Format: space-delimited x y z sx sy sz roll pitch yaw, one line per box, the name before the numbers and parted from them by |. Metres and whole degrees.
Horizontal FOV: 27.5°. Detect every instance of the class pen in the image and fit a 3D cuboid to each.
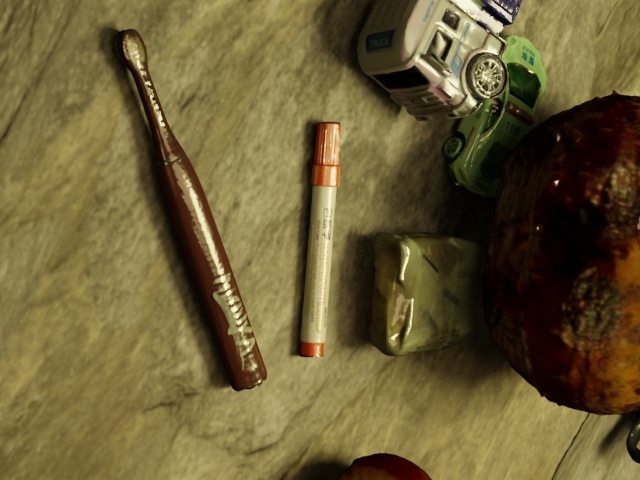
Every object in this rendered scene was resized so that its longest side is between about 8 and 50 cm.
pen | 0.000 0.000 1.313 0.028 0.028 0.239 2 95 -37

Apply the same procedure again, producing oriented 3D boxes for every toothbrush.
toothbrush | -0.121 -0.022 1.212 0.041 0.041 0.364 -30 112 -31

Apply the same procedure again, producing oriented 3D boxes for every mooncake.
mooncake | 0.100 0.055 1.365 0.125 0.073 0.129 3 92 -39

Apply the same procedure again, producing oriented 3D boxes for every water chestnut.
water chestnut | 0.337 0.014 1.373 0.350 0.302 0.350 -33 128 -54

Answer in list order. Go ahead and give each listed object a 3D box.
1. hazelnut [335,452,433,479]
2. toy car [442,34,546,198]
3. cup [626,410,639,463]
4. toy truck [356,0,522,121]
hazelnut | 0.040 0.320 1.317 0.202 0.160 0.170 -35 107 12
toy car | 0.198 -0.137 1.428 0.093 0.058 0.186 27 80 -35
cup | 0.475 0.200 1.604 0.223 0.177 0.169 -45 122 -25
toy truck | 0.133 -0.266 1.325 0.155 0.124 0.268 32 74 -28
